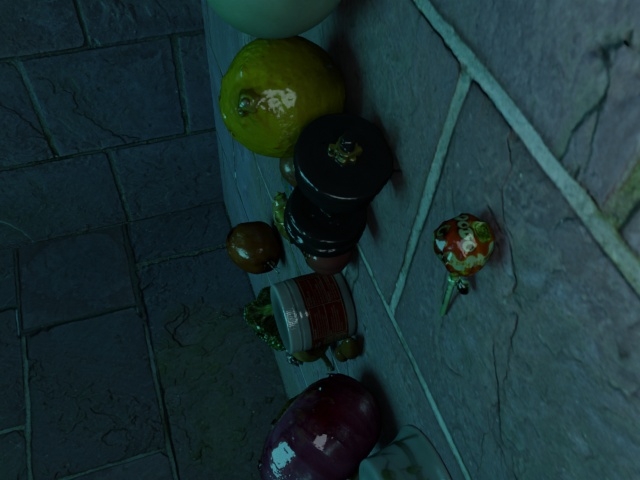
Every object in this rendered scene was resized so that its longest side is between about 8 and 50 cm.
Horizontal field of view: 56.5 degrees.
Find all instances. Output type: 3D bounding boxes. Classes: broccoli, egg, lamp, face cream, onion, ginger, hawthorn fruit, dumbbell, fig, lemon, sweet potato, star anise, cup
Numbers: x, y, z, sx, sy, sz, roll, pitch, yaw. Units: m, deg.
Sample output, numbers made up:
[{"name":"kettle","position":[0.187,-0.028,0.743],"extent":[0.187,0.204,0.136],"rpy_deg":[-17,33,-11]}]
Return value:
[{"name":"broccoli","position":[-0.131,0.253,2.102],"extent":[0.269,0.269,0.254],"rpy_deg":[98,149,-56]},{"name":"egg","position":[-0.078,-0.489,1.007],"extent":[0.389,0.276,0.275],"rpy_deg":[-161,58,-78]},{"name":"lamp","position":[0.000,0.000,1.468],"extent":[0.182,0.140,0.181],"rpy_deg":[162,90,-79]},{"name":"face cream","position":[-0.022,0.192,1.634],"extent":[0.201,0.187,0.200],"rpy_deg":[166,90,-76]},{"name":"onion","position":[0.013,0.528,1.541],"extent":[0.345,0.358,0.358],"rpy_deg":[38,146,31]},{"name":"ginger","position":[-0.089,-0.069,1.830],"extent":[0.216,0.102,0.157],"rpy_deg":[65,-170,22]},{"name":"hawthorn fruit","position":[-0.024,-0.159,1.393],"extent":[0.149,0.149,0.188],"rpy_deg":[-130,32,-61]},{"name":"dumbbell","position":[0.026,-0.098,1.183],"extent":[0.388,0.185,0.185],"rpy_deg":[106,147,-65]},{"name":"fig","position":[-0.033,0.349,1.922],"extent":[0.160,0.143,0.230],"rpy_deg":[30,133,47]},{"name":"lemon","position":[-0.078,-0.288,1.208],"extent":[0.310,0.254,0.253],"rpy_deg":[-48,-48,-62]},{"name":"sweet potato","position":[0.076,0.300,1.628],"extent":[0.058,0.055,0.202],"rpy_deg":[56,162,16]},{"name":"star anise","position":[-0.113,0.418,2.412],"extent":[0.236,0.093,0.228],"rpy_deg":[-142,39,-71]},{"name":"cup","position":[0.179,0.599,1.304],"extent":[0.347,0.163,0.346],"rpy_deg":[167,90,-76]},{"name":"hawthorn fruit","position":[-0.249,0.045,2.392],"extent":[0.299,0.211,0.211],"rpy_deg":[45,149,41]}]

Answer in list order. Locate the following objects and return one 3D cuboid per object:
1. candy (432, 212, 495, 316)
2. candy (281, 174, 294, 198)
[{"name":"candy","position":[0.199,0.058,0.905],"extent":[0.287,0.084,0.078],"rpy_deg":[86,161,-59]},{"name":"candy","position":[-0.060,-0.138,1.727],"extent":[0.097,0.062,0.194],"rpy_deg":[97,156,-57]}]
